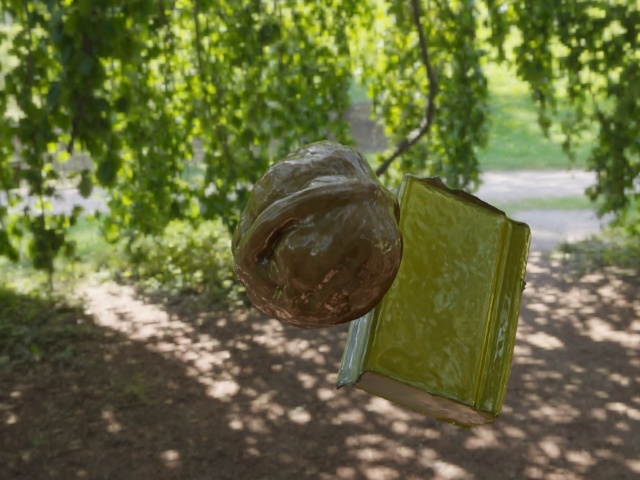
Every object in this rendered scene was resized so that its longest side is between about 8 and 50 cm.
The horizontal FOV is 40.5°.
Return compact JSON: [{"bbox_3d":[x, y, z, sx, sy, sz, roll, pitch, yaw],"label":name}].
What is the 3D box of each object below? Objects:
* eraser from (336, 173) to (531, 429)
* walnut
[{"bbox_3d":[0.119,0.059,0.859,0.158,0.226,0.069,20,-24,-13],"label":"eraser"},{"bbox_3d":[0.000,0.000,0.750,0.149,0.166,0.167,4,0,-41],"label":"walnut"}]
